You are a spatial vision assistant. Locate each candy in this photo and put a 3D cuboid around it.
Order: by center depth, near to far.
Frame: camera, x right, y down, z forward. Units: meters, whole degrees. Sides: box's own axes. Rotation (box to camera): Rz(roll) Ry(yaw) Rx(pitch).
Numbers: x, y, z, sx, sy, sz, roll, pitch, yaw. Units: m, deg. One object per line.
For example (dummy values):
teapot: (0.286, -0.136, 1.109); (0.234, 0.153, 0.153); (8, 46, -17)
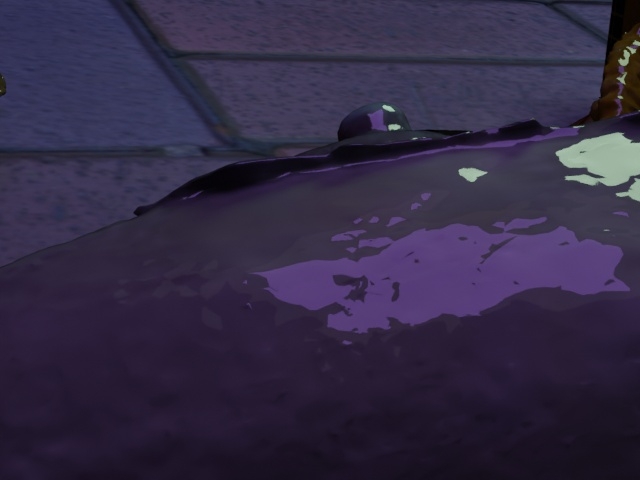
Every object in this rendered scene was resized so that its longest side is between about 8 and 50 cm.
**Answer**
candy: (0.003, 0.083, 0.649); (0.426, 0.186, 0.386); (-3, -13, -11)

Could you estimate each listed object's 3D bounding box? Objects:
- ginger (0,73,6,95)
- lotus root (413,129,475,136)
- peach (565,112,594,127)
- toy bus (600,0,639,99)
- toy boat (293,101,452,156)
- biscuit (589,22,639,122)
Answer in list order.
ginger: (-0.314, -0.125, 1.220); (0.218, 0.123, 0.270); (16, 23, 29)
lotus root: (0.096, -0.039, 1.187); (0.179, 0.081, 0.089); (-4, 24, -29)
peach: (0.199, -0.009, 1.100); (0.152, 0.152, 0.152); (6, 22, -2)
toy bus: (0.305, -0.183, 1.460); (0.098, 0.201, 0.114); (3, 14, -9)
toy boat: (0.000, 0.000, 0.820); (0.155, 0.085, 0.227); (-1, -18, -25)
biscuit: (0.244, -0.016, 1.010); (0.035, 0.254, 0.254); (-24, 0, 38)
